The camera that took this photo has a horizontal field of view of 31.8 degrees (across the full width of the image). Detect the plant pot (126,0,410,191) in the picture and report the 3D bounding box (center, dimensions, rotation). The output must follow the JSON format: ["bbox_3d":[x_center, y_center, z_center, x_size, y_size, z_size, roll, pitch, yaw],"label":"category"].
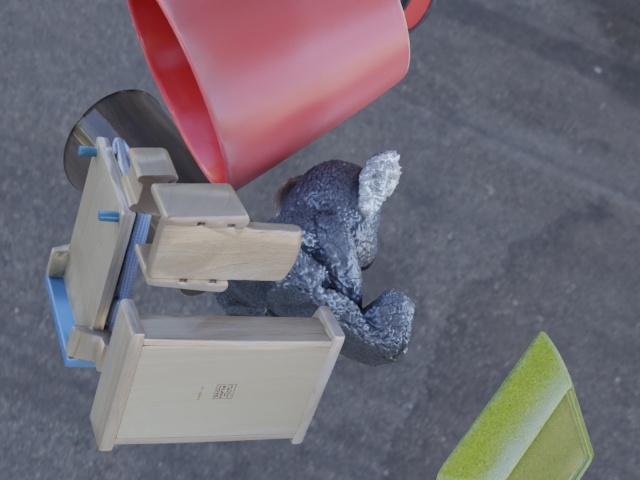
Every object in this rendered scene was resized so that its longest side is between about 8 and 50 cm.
[{"bbox_3d":[-0.053,-0.220,1.236,0.243,0.275,0.275,-26,66,-13],"label":"plant pot"}]

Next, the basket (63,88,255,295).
[{"bbox_3d":[-0.197,-0.051,1.428,0.154,0.204,0.227,-38,68,-15],"label":"basket"}]

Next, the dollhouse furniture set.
[{"bbox_3d":[-0.123,0.008,1.073,0.198,0.286,0.303,3,35,-28],"label":"dollhouse furniture set"}]

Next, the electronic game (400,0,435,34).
[{"bbox_3d":[0.047,-0.358,1.510,0.229,0.229,0.048,23,47,-5],"label":"electronic game"}]

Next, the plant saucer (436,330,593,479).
[{"bbox_3d":[0.202,0.216,1.085,0.045,0.188,0.188,21,60,39],"label":"plant saucer"}]

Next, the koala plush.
[{"bbox_3d":[0.000,0.000,1.193,0.203,0.196,0.221,43,55,-28],"label":"koala plush"}]
